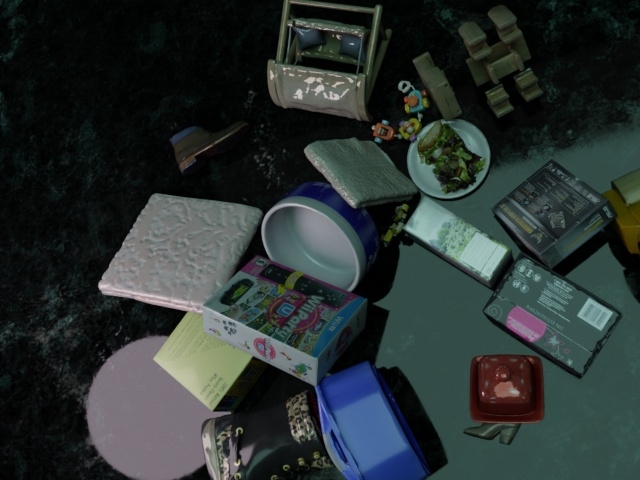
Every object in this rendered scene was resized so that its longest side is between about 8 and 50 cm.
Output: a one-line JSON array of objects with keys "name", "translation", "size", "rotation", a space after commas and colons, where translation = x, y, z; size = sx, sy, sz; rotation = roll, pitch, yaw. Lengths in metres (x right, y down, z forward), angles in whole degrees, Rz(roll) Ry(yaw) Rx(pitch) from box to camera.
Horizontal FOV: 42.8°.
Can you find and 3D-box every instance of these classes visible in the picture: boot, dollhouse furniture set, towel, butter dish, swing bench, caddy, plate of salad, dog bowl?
[{"name": "boot", "translation": [-0.293, -0.272, 2.117], "size": [0.219, 0.082, 0.106], "rotation": [-33, 75, 10]}, {"name": "boot", "translation": [0.385, 0.402, 1.818], "size": [0.118, 0.042, 0.087], "rotation": [10, 76, 16]}, {"name": "dollhouse furniture set", "translation": [0.361, -0.406, 1.903], "size": [0.242, 0.212, 0.161], "rotation": [-27, 36, 9]}, {"name": "boot", "translation": [-0.097, 0.549, 1.879], "size": [0.284, 0.138, 0.377], "rotation": [-23, 69, 10]}, {"name": "towel", "translation": [-0.339, 0.027, 2.009], "size": [0.316, 0.053, 0.332], "rotation": [8, 50, 19]}, {"name": "butter dish", "translation": [0.400, 0.306, 1.773], "size": [0.160, 0.118, 0.160], "rotation": [-3, 58, 16]}, {"name": "swing bench", "translation": [0.019, -0.446, 2.018], "size": [0.253, 0.165, 0.255], "rotation": [12, 83, 17]}, {"name": "caddy", "translation": [0.098, 0.428, 1.789], "size": [0.179, 0.241, 0.341], "rotation": [-28, 73, 2]}, {"name": "plate of salad", "translation": [0.304, -0.199, 1.950], "size": [0.199, 0.048, 0.200], "rotation": [-3, 78, 15]}, {"name": "dog bowl", "translation": [0.000, 0.000, 1.886], "size": [0.265, 0.265, 0.104], "rotation": [26, 46, 19]}, {"name": "towel", "translation": [0.101, -0.158, 1.888], "size": [0.187, 0.282, 0.049], "rotation": [49, 121, 18]}]

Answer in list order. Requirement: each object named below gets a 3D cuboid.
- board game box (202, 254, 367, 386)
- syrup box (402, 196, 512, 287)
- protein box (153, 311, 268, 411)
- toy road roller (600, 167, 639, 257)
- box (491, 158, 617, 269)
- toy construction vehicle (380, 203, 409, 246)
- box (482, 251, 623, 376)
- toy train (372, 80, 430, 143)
[{"name": "board game box", "translation": [-0.079, 0.172, 1.843], "size": [0.303, 0.098, 0.224], "rotation": [22, 43, 23]}, {"name": "syrup box", "translation": [0.316, 0.003, 1.881], "size": [0.237, 0.096, 0.093], "rotation": [33, 88, 19]}, {"name": "protein box", "translation": [-0.248, 0.273, 1.969], "size": [0.201, 0.136, 0.200], "rotation": [36, 90, 20]}, {"name": "toy road roller", "translation": [0.757, 0.003, 1.730], "size": [0.202, 0.241, 0.329], "rotation": [-24, 37, 11]}, {"name": "box", "translation": [0.507, -0.062, 1.793], "size": [0.183, 0.056, 0.231], "rotation": [-41, 32, 5]}, {"name": "toy construction vehicle", "translation": [0.174, -0.038, 1.935], "size": [0.035, 0.098, 0.086], "rotation": [32, 70, -2]}, {"name": "box", "translation": [0.501, 0.163, 1.774], "size": [0.247, 0.142, 0.163], "rotation": [33, 88, 18]}, {"name": "toy train", "translation": [0.192, -0.305, 1.983], "size": [0.125, 0.046, 0.166], "rotation": [29, 100, 27]}]
